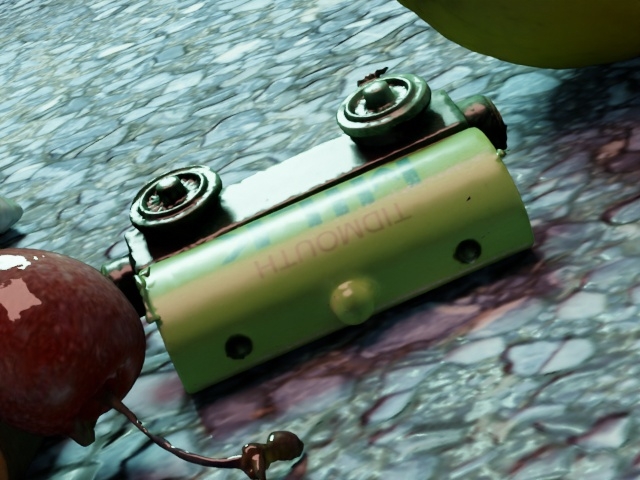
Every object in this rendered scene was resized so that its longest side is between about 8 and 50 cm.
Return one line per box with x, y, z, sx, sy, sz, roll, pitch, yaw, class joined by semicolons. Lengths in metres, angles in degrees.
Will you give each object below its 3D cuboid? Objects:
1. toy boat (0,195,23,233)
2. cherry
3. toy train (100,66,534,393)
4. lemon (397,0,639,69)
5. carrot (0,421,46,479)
-0.351;-0.016;1.434;0.206;0.096;0.282;-6;0;-12;toy boat
-0.105;0.070;0.885;0.226;0.090;0.107;26;-1;20;cherry
0.000;0.000;0.985;0.253;0.105;0.157;-23;33;-3;toy train
0.165;-0.278;1.163;0.364;0.364;0.364;-20;19;7;lemon
-0.182;0.120;0.898;0.070;0.070;0.342;-17;18;16;carrot
